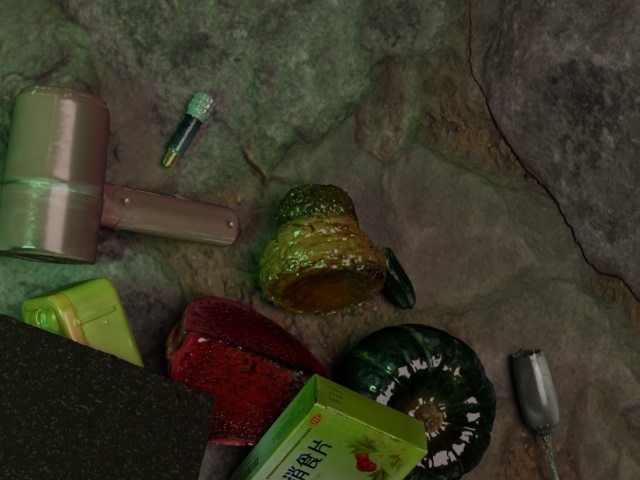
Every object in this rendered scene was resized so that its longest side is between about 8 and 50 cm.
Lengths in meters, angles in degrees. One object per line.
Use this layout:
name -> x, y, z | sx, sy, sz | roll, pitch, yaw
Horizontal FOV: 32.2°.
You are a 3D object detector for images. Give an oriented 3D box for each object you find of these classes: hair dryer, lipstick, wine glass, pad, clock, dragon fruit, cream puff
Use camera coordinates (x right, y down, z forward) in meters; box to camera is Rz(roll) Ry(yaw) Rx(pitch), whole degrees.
hair dryer -> -0.248, -0.063, 1.468 | 0.352, 0.125, 0.210 | 11, 80, -38
lipstick -> -0.186, -0.150, 1.541 | 0.037, 0.037, 0.116 | 34, 77, -23
wine glass -> 0.363, 0.297, 1.799 | 0.074, 0.074, 0.262 | -16, 94, -29
pad -> -0.271, 0.239, 1.298 | 0.330, 0.004, 0.220 | 29, 64, -36
clock -> -0.292, 0.155, 1.398 | 0.096, 0.143, 0.202 | -23, 98, -36
dragon fruit -> -0.111, 0.173, 1.504 | 0.261, 0.163, 0.189 | 24, 47, -29
cream puff -> 0.000, 0.000, 1.578 | 0.183, 0.183, 0.169 | 11, 56, -28

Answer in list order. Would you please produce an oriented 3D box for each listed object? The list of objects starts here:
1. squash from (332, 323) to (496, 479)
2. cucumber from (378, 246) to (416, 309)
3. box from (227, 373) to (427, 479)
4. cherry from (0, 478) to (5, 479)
squash -> 0.130, 0.245, 1.615 | 0.252, 0.165, 0.252 | 1, 88, -27
cucumber -> 0.111, 0.060, 1.685 | 0.048, 0.048, 0.105 | -43, 110, -24
box -> 0.000, 0.311, 1.494 | 0.175, 0.260, 0.062 | 26, 32, -18
cherry -> -0.450, 0.304, 1.255 | 0.239, 0.206, 0.239 | -26, 126, -42
